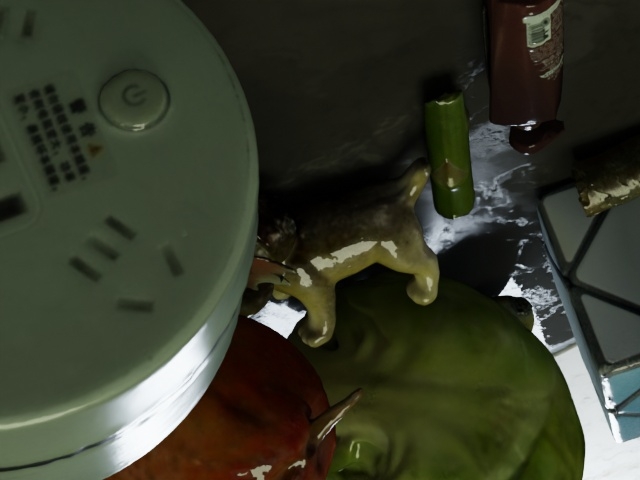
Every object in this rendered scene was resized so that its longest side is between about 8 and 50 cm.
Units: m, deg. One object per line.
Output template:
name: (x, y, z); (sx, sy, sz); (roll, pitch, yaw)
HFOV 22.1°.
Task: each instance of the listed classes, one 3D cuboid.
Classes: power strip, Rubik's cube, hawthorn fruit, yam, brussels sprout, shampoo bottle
power strip: (-0.217, -0.012, 1.003); (0.357, 0.357, 0.161); (-10, 157, -11)
Rubik's cube: (0.341, 0.049, 1.600); (0.205, 0.207, 0.205); (-18, 152, 6)
hawthorn fruit: (-0.076, 0.152, 1.342); (0.210, 0.210, 0.262); (14, 163, -42)
yam: (0.354, -0.090, 1.517); (0.253, 0.061, 0.061); (-20, 150, 5)
brussels sprout: (0.103, 0.174, 1.591); (0.328, 0.247, 0.328); (23, 145, 17)
shampoo bottle: (0.167, -0.145, 1.330); (0.068, 0.067, 0.236); (-6, 151, 4)

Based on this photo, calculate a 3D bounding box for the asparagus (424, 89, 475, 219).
asparagus: (0.111, -0.081, 1.435); (0.041, 0.045, 0.178); (24, 154, 22)

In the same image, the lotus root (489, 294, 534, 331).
lotus root: (0.161, 0.119, 1.757); (0.089, 0.080, 0.179); (8, 143, -38)

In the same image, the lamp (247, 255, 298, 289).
lamp: (-0.153, 0.002, 1.236); (0.284, 0.250, 0.250); (8, 144, -22)

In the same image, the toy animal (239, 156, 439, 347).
toy animal: (-0.007, 0.012, 1.469); (0.233, 0.121, 0.168); (-16, 140, -5)
